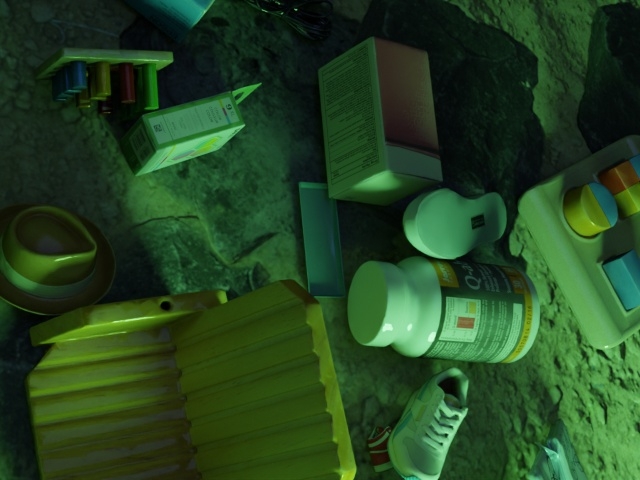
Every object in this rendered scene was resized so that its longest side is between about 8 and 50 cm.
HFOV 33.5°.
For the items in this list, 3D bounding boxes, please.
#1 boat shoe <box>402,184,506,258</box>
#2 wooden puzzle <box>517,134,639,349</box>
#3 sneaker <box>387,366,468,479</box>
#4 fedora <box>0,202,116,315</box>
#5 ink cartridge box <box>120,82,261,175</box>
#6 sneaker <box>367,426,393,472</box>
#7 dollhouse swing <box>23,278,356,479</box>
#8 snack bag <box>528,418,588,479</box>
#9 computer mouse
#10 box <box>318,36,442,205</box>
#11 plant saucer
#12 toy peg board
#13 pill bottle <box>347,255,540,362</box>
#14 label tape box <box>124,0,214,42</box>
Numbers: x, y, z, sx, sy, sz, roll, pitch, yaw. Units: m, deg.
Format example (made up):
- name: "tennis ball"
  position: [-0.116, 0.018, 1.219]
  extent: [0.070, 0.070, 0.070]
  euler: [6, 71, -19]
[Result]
- name: "boat shoe"
  position: [0.193, -0.034, 1.714]
  extent: [0.306, 0.105, 0.113]
  euler: [-18, 102, -56]
- name: "wooden puzzle"
  position: [0.566, -0.011, 1.970]
  extent: [0.348, 0.080, 0.322]
  euler: [-26, 88, -31]
- name: "sneaker"
  position: [0.168, 0.279, 1.616]
  extent: [0.087, 0.092, 0.229]
  euler: [35, 35, -8]
- name: "fedora"
  position: [-0.370, 0.009, 1.457]
  extent: [0.194, 0.079, 0.194]
  euler: [13, 55, -19]
- name: "ink cartridge box"
  position: [-0.185, -0.169, 1.611]
  extent: [0.209, 0.109, 0.062]
  euler: [-22, 85, -31]
- name: "sneaker"
  position: [0.126, 0.311, 1.661]
  extent: [0.118, 0.042, 0.067]
  euler: [-19, 87, -29]
- name: "dollhouse swing"
  position: [-0.179, 0.234, 1.375]
  extent: [0.315, 0.305, 0.347]
  euler: [-6, 78, -29]
- name: "snack bag"
  position: [0.408, 0.457, 1.647]
  extent: [0.323, 0.037, 0.342]
  euler: [70, 18, 6]
- name: "computer mouse"
  position: [-0.036, -0.487, 1.819]
  extent: [0.188, 0.072, 0.272]
  euler: [24, 77, -21]
- name: "box"
  position: [0.095, -0.189, 1.732]
  extent: [0.127, 0.148, 0.232]
  euler: [7, 72, -38]
- name: "plant saucer"
  position: [0.000, 0.000, 1.708]
  extent: [0.067, 0.018, 0.192]
  euler: [2, 72, -27]
- name: "toy peg board"
  position: [-0.313, -0.221, 1.538]
  extent: [0.160, 0.161, 0.079]
  euler: [-3, 88, -28]
- name: "pill bottle"
  position: [0.195, 0.109, 1.691]
  extent: [0.278, 0.162, 0.162]
  euler: [7, 71, -26]
- name: "label tape box"
  position: [-0.227, -0.523, 1.702]
  extent: [0.249, 0.115, 0.348]
  euler: [36, 55, -13]
